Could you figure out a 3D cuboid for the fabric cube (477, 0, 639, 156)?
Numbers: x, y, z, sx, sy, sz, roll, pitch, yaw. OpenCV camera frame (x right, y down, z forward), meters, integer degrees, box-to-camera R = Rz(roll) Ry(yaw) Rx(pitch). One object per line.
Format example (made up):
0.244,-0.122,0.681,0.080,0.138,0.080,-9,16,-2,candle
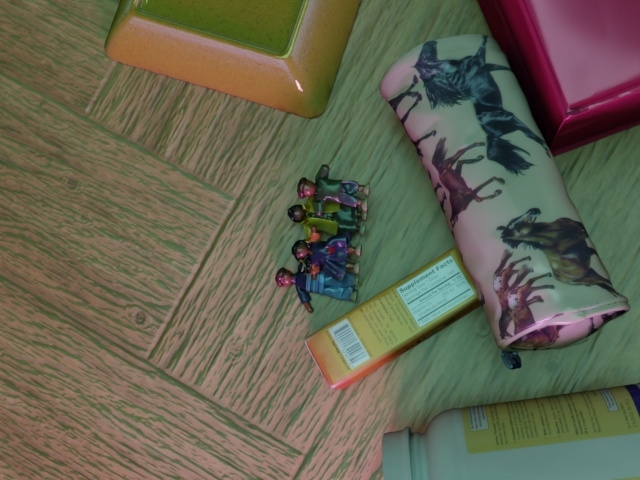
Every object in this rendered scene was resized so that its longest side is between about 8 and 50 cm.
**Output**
0.345,-0.276,1.179,0.254,0.259,0.258,-20,82,4,fabric cube

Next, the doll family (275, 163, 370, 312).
0.000,0.000,1.292,0.111,0.076,0.193,7,87,4,doll family

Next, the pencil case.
0.212,-0.060,1.190,0.160,0.183,0.410,-20,70,-5,pencil case

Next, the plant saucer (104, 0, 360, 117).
-0.108,-0.371,1.347,0.333,0.081,0.332,18,87,10,plant saucer

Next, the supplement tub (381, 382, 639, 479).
0.250,0.300,1.135,0.331,0.241,0.241,-9,82,7,supplement tub

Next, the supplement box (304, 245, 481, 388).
0.099,0.100,1.263,0.233,0.078,0.080,-30,77,3,supplement box
